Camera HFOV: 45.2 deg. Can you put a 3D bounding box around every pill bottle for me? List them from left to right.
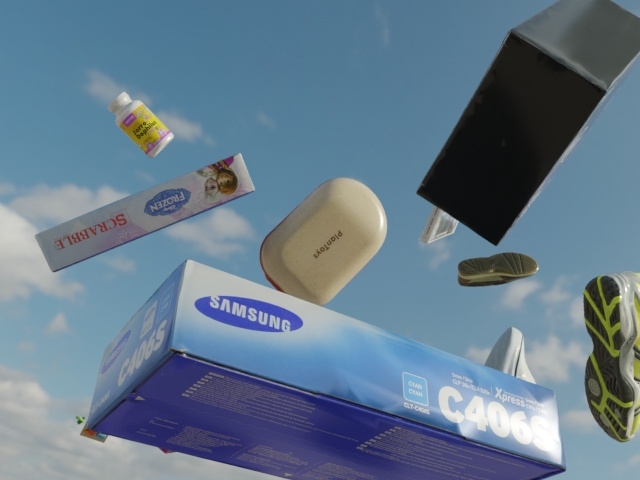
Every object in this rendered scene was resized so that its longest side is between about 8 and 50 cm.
[{"bbox_3d":[-0.231,-0.148,0.982,0.083,0.043,0.043,46,-33,-10],"label":"pill bottle"}]

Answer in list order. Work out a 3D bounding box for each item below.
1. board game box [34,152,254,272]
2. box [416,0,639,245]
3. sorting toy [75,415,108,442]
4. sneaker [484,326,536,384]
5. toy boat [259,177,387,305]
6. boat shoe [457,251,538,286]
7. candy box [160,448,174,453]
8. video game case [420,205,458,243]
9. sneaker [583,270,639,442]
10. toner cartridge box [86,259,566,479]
[{"bbox_3d":[-0.269,-0.055,1.259,0.319,0.066,0.318,-22,8,-4],"label":"board game box"},{"bbox_3d":[0.225,-0.135,0.775,0.103,0.261,0.184,34,-52,14],"label":"box"},{"bbox_3d":[-0.493,0.404,1.654,0.083,0.012,0.062,25,-68,-20],"label":"sorting toy"},{"bbox_3d":[0.347,0.261,1.379,0.091,0.258,0.094,31,-52,-4],"label":"sneaker"},{"bbox_3d":[0.000,0.000,1.294,0.151,0.231,0.151,48,-12,-11],"label":"toy boat"},{"bbox_3d":[0.481,0.086,2.109,0.223,0.080,0.073,-5,-42,-7],"label":"boat shoe"},{"bbox_3d":[-0.208,0.294,1.390,0.071,0.159,0.233,34,-1,20],"label":"candy box"},{"bbox_3d":[0.275,-0.084,1.596,0.022,0.173,0.190,27,17,21],"label":"video game case"},{"bbox_3d":[0.645,0.247,1.595,0.147,0.384,0.145,-13,22,-17],"label":"sneaker"},{"bbox_3d":[0.011,0.136,0.621,0.348,0.075,0.165,22,-41,-25],"label":"toner cartridge box"}]
